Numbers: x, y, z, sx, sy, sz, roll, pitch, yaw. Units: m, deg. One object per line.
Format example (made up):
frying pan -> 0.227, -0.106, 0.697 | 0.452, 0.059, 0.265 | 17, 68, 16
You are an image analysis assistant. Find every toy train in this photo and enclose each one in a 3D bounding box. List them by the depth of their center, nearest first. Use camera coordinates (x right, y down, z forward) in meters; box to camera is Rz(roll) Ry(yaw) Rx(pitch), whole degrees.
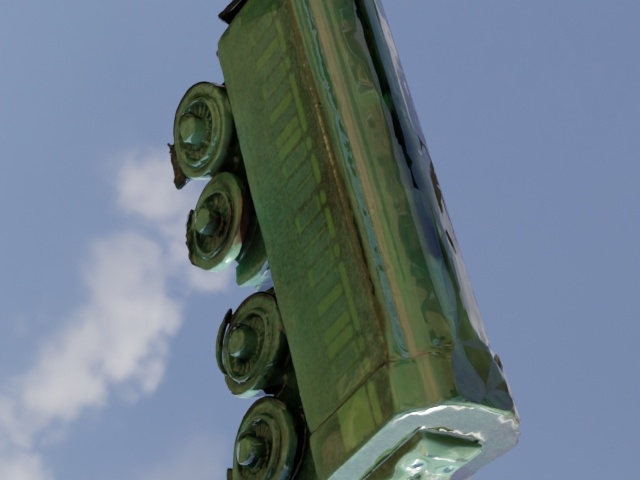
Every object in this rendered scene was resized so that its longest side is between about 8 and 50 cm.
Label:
toy train -> 0.000, 0.000, 0.431 | 0.071, 0.038, 0.148 | -44, -134, 34
